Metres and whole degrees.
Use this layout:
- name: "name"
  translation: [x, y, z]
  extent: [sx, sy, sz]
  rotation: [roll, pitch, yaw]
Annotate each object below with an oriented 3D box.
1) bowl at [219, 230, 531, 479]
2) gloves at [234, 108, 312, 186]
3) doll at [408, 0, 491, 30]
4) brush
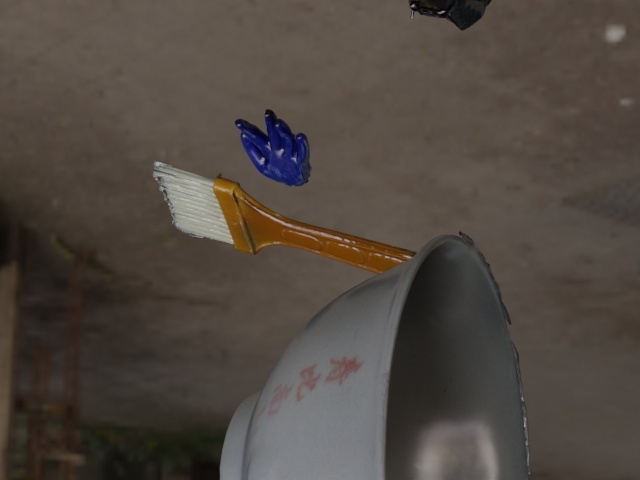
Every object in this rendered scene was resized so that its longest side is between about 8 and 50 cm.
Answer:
- name: "bowl"
  translation: [0.030, 0.170, 1.054]
  extent: [0.157, 0.345, 0.345]
  rotation: [-5, 162, 20]
- name: "gloves"
  translation: [-0.037, -0.075, 1.270]
  extent: [0.064, 0.026, 0.086]
  rotation: [17, 154, 17]
- name: "doll"
  translation: [0.128, -0.258, 1.220]
  extent: [0.127, 0.248, 0.088]
  rotation: [42, 150, -25]
- name: "brush"
  translation: [0.000, 0.000, 1.296]
  extent: [0.314, 0.017, 0.090]
  rotation: [17, 147, 26]
